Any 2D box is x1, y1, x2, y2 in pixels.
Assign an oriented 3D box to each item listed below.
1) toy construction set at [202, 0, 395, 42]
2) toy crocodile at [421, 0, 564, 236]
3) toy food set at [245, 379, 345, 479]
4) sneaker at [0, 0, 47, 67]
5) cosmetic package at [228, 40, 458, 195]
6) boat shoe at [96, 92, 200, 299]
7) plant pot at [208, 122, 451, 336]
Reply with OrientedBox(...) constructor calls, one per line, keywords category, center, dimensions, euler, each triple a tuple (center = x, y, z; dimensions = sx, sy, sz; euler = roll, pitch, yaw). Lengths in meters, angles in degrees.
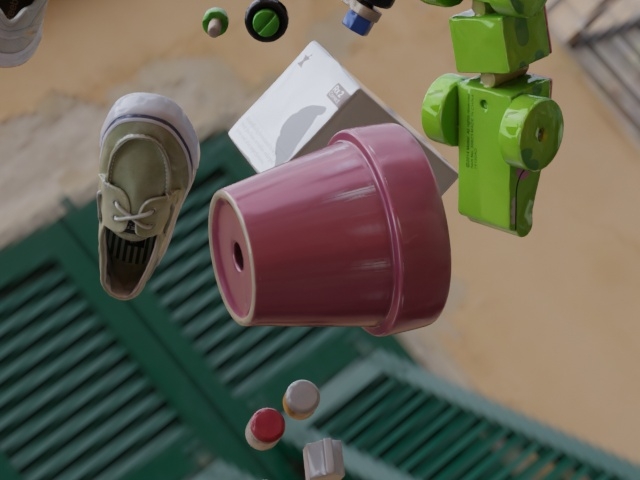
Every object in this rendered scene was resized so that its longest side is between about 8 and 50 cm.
OrientedBox(category="toy construction set", center=(-0.014, -0.431, 2.636), dimensions=(0.237, 0.257, 0.309), euler=(-87, 3, -70))
OrientedBox(category="toy crocodile", center=(0.157, -0.168, 1.721), dimensions=(0.105, 0.115, 0.340), euler=(-23, -63, -41))
OrientedBox(category="toy food set", center=(-0.024, 0.262, 2.165), dimensions=(0.111, 0.232, 0.104), euler=(-3, -16, -10))
OrientedBox(category="sneaker", center=(-0.333, -0.334, 2.277), dimensions=(0.099, 0.262, 0.121), euler=(10, -20, -14))
OrientedBox(category="cosmetic package", center=(0.025, -0.097, 2.249), dimensions=(0.151, 0.183, 0.151), euler=(-48, 33, 6))
OrientedBox(category="boat shoe", center=(-0.194, -0.042, 2.180), dimensions=(0.302, 0.109, 0.094), euler=(99, -179, -55))
OrientedBox(category="plant pot", center=(0.000, 0.000, 1.848), dimensions=(0.180, 0.201, 0.201), euler=(-10, -22, -19))
